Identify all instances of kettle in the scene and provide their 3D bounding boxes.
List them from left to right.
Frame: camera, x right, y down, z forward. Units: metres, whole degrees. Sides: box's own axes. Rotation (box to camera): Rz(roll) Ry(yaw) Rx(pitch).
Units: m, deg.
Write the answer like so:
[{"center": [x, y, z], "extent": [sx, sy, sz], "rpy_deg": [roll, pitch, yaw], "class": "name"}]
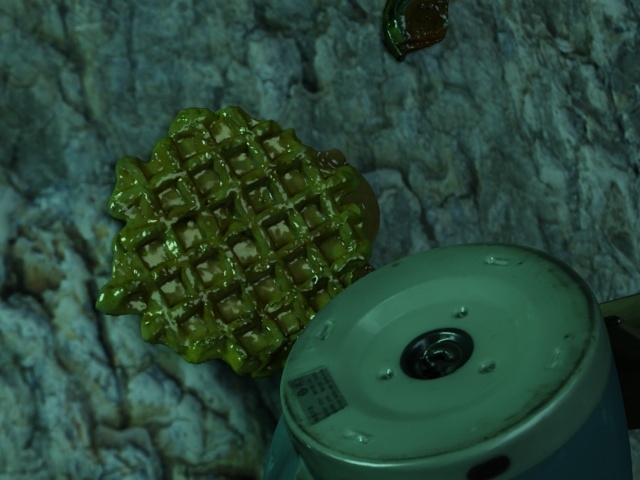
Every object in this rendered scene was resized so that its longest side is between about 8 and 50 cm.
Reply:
[{"center": [0.103, 0.220, 0.900], "extent": [0.320, 0.247, 0.342], "rpy_deg": [-21, 122, 2], "class": "kettle"}]

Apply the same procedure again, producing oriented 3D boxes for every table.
[{"center": [0.244, 0.119, 1.023], "extent": [0.167, 0.227, 0.167], "rpy_deg": [8, 73, -28], "class": "table"}]

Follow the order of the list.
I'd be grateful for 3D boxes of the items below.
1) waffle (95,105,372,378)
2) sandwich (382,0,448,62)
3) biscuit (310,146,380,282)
[{"center": [-0.071, -0.003, 0.962], "extent": [0.243, 0.059, 0.237], "rpy_deg": [20, 70, -9], "class": "waffle"}, {"center": [0.102, -0.236, 1.153], "extent": [0.101, 0.026, 0.069], "rpy_deg": [-32, 93, -32], "class": "sandwich"}, {"center": [0.004, 0.005, 1.036], "extent": [0.133, 0.027, 0.184], "rpy_deg": [37, 63, -15], "class": "biscuit"}]
